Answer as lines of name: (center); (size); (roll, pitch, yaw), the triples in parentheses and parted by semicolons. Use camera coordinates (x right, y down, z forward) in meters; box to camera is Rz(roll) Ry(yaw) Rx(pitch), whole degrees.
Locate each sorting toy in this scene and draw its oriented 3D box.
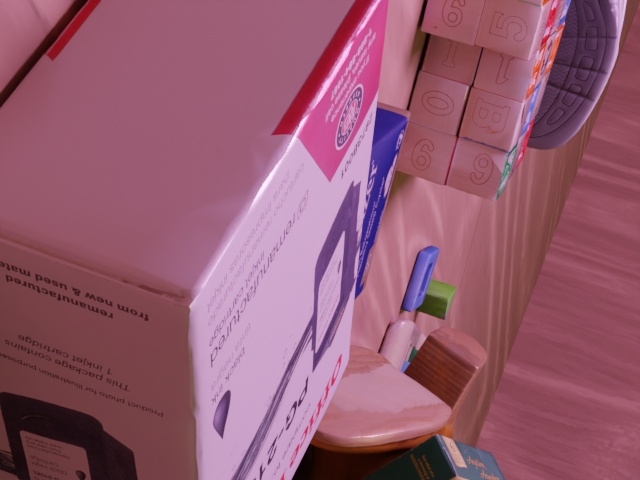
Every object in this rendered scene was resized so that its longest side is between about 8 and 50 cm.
sorting toy: (0.076, 0.177, 1.533); (0.196, 0.047, 0.347); (39, 71, -77)

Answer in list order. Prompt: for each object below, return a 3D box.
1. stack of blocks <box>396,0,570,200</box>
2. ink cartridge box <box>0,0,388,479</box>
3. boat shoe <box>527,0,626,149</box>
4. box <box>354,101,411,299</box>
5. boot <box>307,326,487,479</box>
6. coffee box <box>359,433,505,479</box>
stack of blocks: (0.143, -0.188, 1.176); (0.171, 0.087, 0.297); (-45, 151, -64)
ink cartridge box: (-0.054, 0.023, 0.596); (0.237, 0.100, 0.172); (94, 20, -50)
boat shoe: (0.260, -0.251, 1.548); (0.103, 0.118, 0.320); (-22, 123, -69)
box: (0.000, 0.000, 0.961); (0.225, 0.036, 0.136); (-40, 147, -65)
boot: (0.024, 0.186, 1.213); (0.295, 0.104, 0.211); (-13, 136, -61)
coffee box: (0.044, 0.214, 1.149); (0.184, 0.040, 0.113); (-34, 152, 14)
